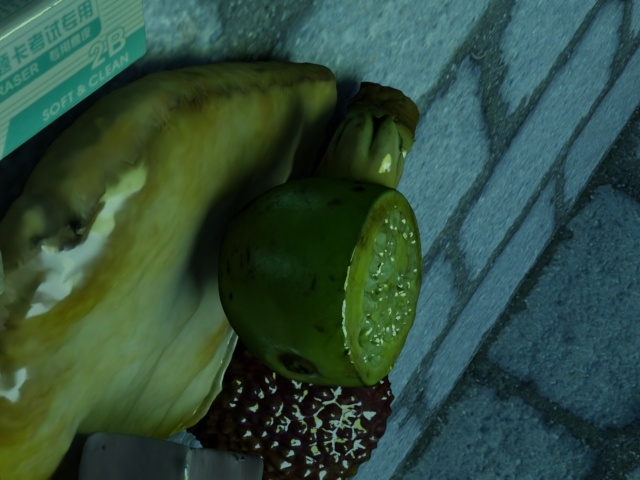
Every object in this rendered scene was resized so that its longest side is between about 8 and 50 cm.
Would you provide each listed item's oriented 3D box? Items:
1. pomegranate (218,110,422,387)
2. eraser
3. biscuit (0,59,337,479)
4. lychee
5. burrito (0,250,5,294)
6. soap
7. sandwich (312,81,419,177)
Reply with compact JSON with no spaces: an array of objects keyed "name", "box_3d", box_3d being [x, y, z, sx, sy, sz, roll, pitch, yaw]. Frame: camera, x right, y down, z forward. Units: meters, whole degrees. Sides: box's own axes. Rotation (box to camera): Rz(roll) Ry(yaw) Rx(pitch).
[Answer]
[{"name":"pomegranate","box_3d":[-0.007,0.005,0.913,0.190,0.159,0.240,-16,114,-63]},{"name":"eraser","box_3d":[-0.209,-0.113,0.681,0.225,0.052,0.095,-45,156,-32]},{"name":"biscuit","box_3d":[-0.168,0.043,0.936,0.446,0.104,0.429,-23,140,-62]},{"name":"lychee","box_3d":[-0.053,0.189,1.250,0.271,0.271,0.271,-48,158,-27]},{"name":"burrito","box_3d":[-0.299,0.056,0.664,0.226,0.060,0.087,-36,150,-13]},{"name":"soap","box_3d":[-0.142,0.330,0.966,0.296,0.107,0.285,55,40,-72]},{"name":"sandwich","box_3d":[0.029,-0.032,1.154,0.301,0.099,0.271,-64,179,-71]}]
